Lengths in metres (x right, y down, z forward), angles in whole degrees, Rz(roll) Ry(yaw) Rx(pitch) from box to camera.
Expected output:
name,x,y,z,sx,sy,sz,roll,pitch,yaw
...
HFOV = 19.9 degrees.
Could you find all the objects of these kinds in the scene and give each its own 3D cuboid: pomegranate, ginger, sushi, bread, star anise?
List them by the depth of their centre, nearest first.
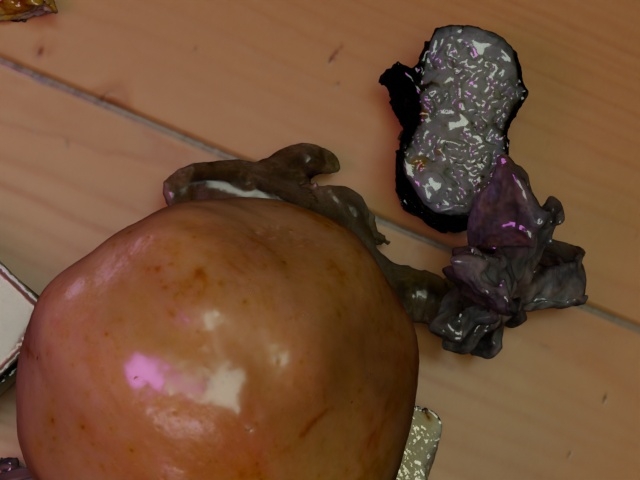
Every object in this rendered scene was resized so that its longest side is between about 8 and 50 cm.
name,x,y,z,sx,sy,sz,roll,pitch,yaw
pomegranate,-0.099,0.138,1.734,0.411,0.411,0.411,1,82,-8
star anise,0.193,0.034,1.865,0.110,0.257,0.198,29,76,28
bread,0.061,0.219,1.916,0.129,0.044,0.126,22,72,-2
ginger,0.002,0.001,1.922,0.333,0.080,0.166,38,65,-1
sushi,0.131,-0.119,1.937,0.147,0.115,0.212,10,80,-9

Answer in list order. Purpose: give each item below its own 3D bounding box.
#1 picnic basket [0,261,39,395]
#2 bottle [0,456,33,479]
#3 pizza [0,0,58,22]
name,x,y,z,sx,sy,sz,roll,pitch,yaw
picnic basket,-0.398,0.054,1.821,0.266,0.139,0.165,43,79,0
bottle,-0.290,0.288,1.828,0.099,0.099,0.152,-8,79,-9
pizza,-0.439,-0.328,1.903,0.365,0.074,0.182,40,70,0
